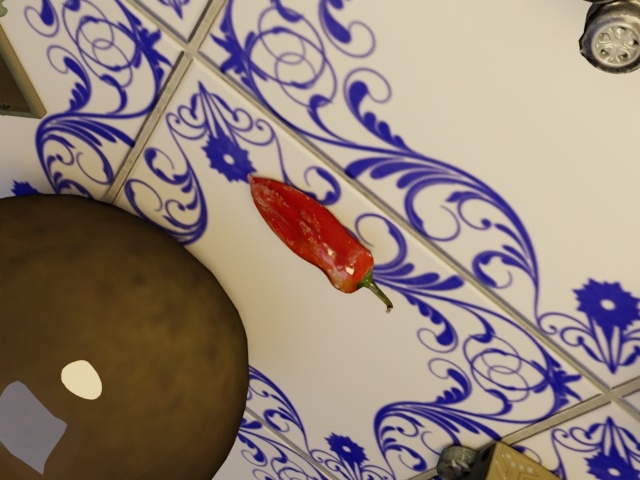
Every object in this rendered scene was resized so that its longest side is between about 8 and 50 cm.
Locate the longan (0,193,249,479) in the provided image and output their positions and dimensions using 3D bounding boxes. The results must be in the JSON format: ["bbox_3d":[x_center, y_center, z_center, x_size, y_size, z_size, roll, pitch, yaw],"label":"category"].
[{"bbox_3d":[-0.266,0.126,1.042,0.405,0.336,0.404,28,-179,0],"label":"longan"}]

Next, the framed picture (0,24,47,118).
[{"bbox_3d":[-0.423,-0.216,1.043,0.250,0.016,0.184,8,135,32],"label":"framed picture"}]

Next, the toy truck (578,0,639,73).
[{"bbox_3d":[0.185,-0.187,0.516,0.124,0.114,0.253,-9,126,27],"label":"toy truck"}]

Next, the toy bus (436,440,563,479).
[{"bbox_3d":[0.164,0.392,1.117,0.202,0.177,0.365,29,142,0],"label":"toy bus"}]

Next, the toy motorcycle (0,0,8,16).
[{"bbox_3d":[-0.279,-0.279,0.766,0.260,0.154,0.206,-9,148,39],"label":"toy motorcycle"}]

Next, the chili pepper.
[{"bbox_3d":[0.000,0.000,0.917,0.191,0.050,0.059,43,148,10],"label":"chili pepper"}]
